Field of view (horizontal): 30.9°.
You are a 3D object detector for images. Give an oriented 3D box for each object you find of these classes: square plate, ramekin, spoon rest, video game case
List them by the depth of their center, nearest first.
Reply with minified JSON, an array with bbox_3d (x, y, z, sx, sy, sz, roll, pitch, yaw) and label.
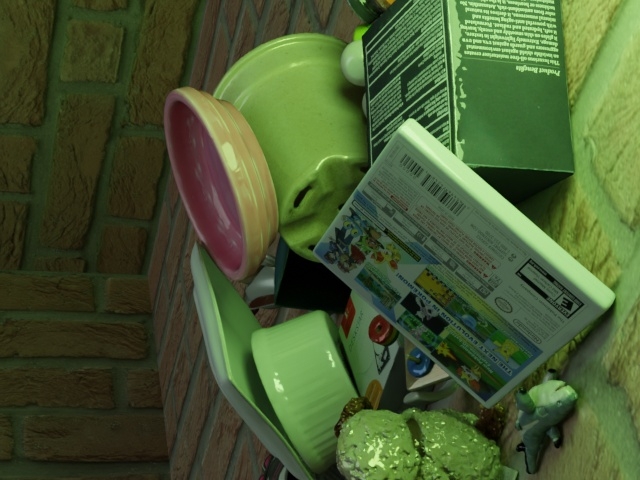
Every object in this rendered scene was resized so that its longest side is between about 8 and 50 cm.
[{"bbox_3d":[0.169,0.041,1.491,0.036,0.329,0.300,-45,-6,-38],"label":"video game case"},{"bbox_3d":[0.189,0.121,1.770,0.137,0.084,0.276,141,143,-65],"label":"spoon rest"},{"bbox_3d":[-0.126,0.220,2.013,0.347,0.049,0.344,59,-173,-42],"label":"square plate"},{"bbox_3d":[-0.002,0.257,2.041,0.277,0.135,0.277,62,-174,-11],"label":"ramekin"}]

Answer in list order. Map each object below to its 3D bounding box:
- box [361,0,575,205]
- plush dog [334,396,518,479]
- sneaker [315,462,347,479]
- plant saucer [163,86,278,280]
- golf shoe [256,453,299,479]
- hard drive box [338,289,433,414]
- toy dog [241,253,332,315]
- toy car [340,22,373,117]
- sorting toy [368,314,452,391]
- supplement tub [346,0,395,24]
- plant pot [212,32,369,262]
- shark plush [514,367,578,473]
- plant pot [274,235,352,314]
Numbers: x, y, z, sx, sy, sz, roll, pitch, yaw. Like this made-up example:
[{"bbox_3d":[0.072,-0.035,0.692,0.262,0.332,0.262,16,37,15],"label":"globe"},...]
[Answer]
[{"bbox_3d":[0.193,-0.193,1.599,0.296,0.182,0.294,146,125,-67],"label":"box"},{"bbox_3d":[0.132,0.310,1.644,0.262,0.225,0.211,-108,27,-49],"label":"plush dog"},{"bbox_3d":[0.029,0.535,2.105,0.127,0.126,0.321,118,157,-47],"label":"sneaker"},{"bbox_3d":[-0.159,-0.100,1.918,0.332,0.084,0.332,54,155,39],"label":"plant saucer"},{"bbox_3d":[-0.068,0.497,2.059,0.120,0.105,0.273,-41,39,53],"label":"golf shoe"},{"bbox_3d":[0.117,0.166,1.939,0.232,0.089,0.181,-110,29,-51],"label":"hard drive box"},{"bbox_3d":[-0.089,0.126,2.445,0.161,0.220,0.333,-64,9,-1],"label":"toy dog"},{"bbox_3d":[0.128,-0.281,1.888,0.136,0.159,0.182,-22,104,31],"label":"toy car"},{"bbox_3d":[0.169,0.132,1.666,0.274,0.046,0.132,-26,53,39],"label":"sorting toy"},{"bbox_3d":[0.131,-0.426,1.818,0.198,0.106,0.106,-35,43,21],"label":"supplement tub"},{"bbox_3d":[-0.001,-0.137,2.001,0.305,0.333,0.334,-117,34,-47],"label":"plant pot"},{"bbox_3d":[0.280,0.241,1.482,0.067,0.073,0.161,35,121,33],"label":"shark plush"},{"bbox_3d":[0.000,0.000,2.227,0.234,0.165,0.166,-99,20,-54],"label":"plant pot"}]
